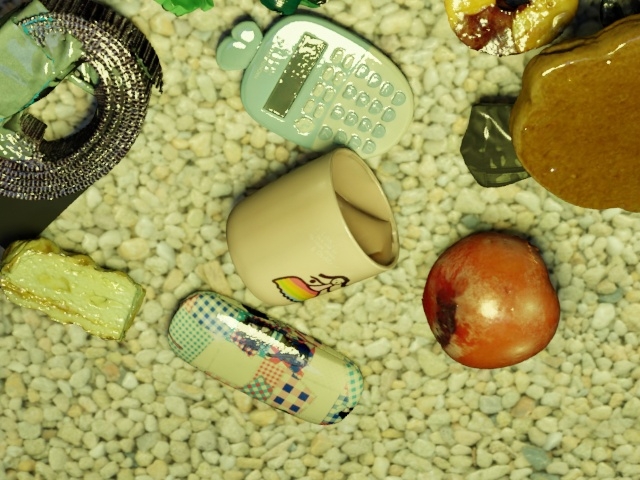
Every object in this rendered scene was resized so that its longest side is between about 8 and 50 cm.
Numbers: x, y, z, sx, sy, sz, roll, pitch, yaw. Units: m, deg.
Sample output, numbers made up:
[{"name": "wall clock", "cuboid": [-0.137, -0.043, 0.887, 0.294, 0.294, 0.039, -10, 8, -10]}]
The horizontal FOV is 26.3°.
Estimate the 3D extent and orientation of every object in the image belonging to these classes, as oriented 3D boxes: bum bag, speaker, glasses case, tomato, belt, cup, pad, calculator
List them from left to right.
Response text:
[{"name": "pad", "cuboid": [-0.460, -0.072, 2.117, 0.190, 0.004, 0.127, -41, 107, 18]}, {"name": "belt", "cuboid": [-0.391, -0.204, 1.989, 0.325, 0.122, 0.260, -40, 113, 21]}, {"name": "glasses case", "cuboid": [-0.087, 0.190, 2.179, 0.327, 0.076, 0.125, 27, 112, -9]}, {"name": "speaker", "cuboid": [-0.037, -0.359, 1.938, 0.094, 0.060, 0.075, 6, 121, -39]}, {"name": "calculator", "cuboid": [-0.007, -0.227, 1.998, 0.302, 0.042, 0.188, 28, 115, -10]}, {"name": "cup", "cuboid": [0.000, 0.000, 2.039, 0.200, 0.191, 0.253, -24, 148, 25]}, {"name": "tomato", "cuboid": [0.249, 0.092, 2.042, 0.184, 0.208, 0.208, -19, 114, -10]}, {"name": "bum bag", "cuboid": [0.370, -0.160, 1.982, 0.340, 0.095, 0.144, -9, 131, 9]}]

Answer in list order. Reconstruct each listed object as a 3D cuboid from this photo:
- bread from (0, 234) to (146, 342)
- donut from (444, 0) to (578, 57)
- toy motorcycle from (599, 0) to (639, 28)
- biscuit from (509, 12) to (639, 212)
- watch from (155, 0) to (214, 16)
[{"name": "bread", "cuboid": [-0.387, 0.067, 2.137, 0.232, 0.088, 0.128, 22, 123, -14]}, {"name": "donut", "cuboid": [0.264, -0.344, 1.911, 0.184, 0.073, 0.166, -23, 111, 12]}, {"name": "toy motorcycle", "cuboid": [0.461, -0.370, 1.859, 0.207, 0.134, 0.401, -22, 111, 19]}, {"name": "biscuit", "cuboid": [0.453, -0.181, 1.860, 0.381, 0.074, 0.359, -34, 131, 23]}, {"name": "watch", "cuboid": [-0.158, -0.400, 1.858, 0.131, 0.165, 0.152, 38, 130, -26]}]
